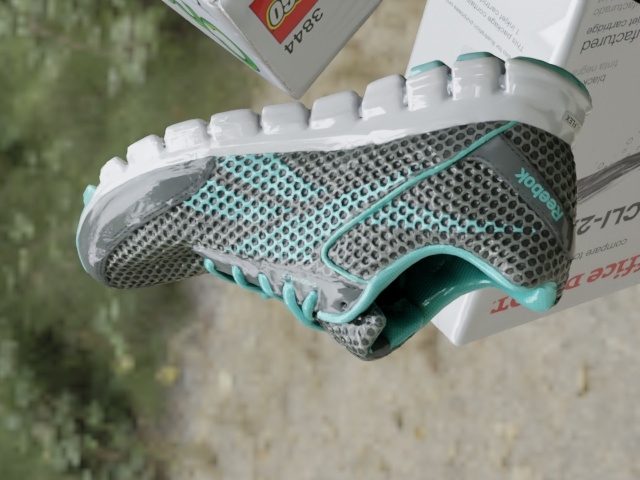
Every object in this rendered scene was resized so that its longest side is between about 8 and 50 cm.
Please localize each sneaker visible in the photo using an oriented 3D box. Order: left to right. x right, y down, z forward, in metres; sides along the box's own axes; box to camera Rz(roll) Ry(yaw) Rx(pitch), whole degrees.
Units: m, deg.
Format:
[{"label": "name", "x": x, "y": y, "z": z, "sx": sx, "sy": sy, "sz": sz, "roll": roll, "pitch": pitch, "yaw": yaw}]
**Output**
[{"label": "sneaker", "x": 0.000, "y": 0.000, "z": 0.542, "sx": 0.065, "sy": 0.166, "sz": 0.076, "roll": 28, "pitch": -127, "yaw": -56}]

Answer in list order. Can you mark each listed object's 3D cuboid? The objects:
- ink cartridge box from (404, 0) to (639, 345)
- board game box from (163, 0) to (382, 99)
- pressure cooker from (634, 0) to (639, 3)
[{"label": "ink cartridge box", "x": 0.155, "y": -0.088, "z": 1.118, "sx": 0.114, "sy": 0.197, "sz": 0.273, "roll": 49, "pitch": 139, "yaw": 33}, {"label": "board game box", "x": -0.052, "y": -0.193, "z": 0.485, "sx": 0.305, "sy": 0.193, "sz": 0.053, "roll": 40, "pitch": 177, "yaw": 31}, {"label": "pressure cooker", "x": 0.274, "y": -0.215, "z": 0.661, "sx": 0.375, "sy": 0.420, "sz": 0.370, "roll": -45, "pitch": 40, "yaw": 38}]
